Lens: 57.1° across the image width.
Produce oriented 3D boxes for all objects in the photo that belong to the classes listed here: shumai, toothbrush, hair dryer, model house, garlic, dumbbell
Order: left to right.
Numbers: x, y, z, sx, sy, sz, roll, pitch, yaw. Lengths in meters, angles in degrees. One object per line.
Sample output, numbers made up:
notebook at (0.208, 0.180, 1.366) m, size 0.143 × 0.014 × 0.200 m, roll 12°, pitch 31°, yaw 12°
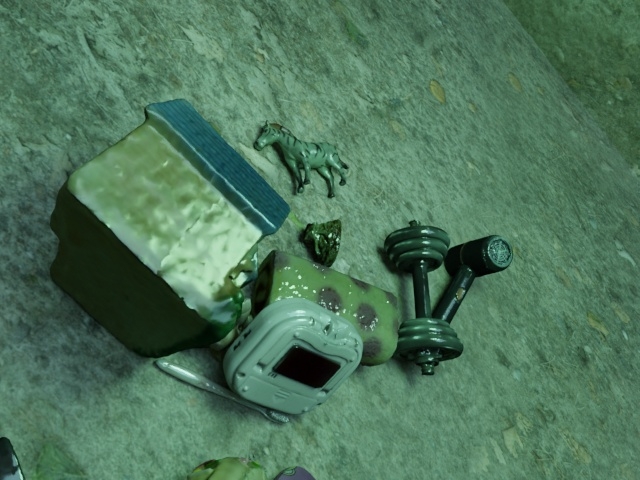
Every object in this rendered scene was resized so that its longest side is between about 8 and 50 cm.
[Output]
model house at (-0.259, -0.018, 1.071) m, size 0.334 × 0.382 × 0.342 m, roll 45°, pitch 53°, yaw -10°
garlic at (-0.193, 0.159, 1.164) m, size 0.127 × 0.194 × 0.131 m, roll 37°, pitch 58°, yaw -5°
toothbrush at (-0.193, 0.307, 1.190) m, size 0.307 × 0.029 × 0.025 m, roll 31°, pitch 61°, yaw -19°
shumai at (0.000, -0.001, 1.437) m, size 0.087 × 0.099 × 0.123 m, roll 13°, pitch 59°, yaw -11°
dumbbell at (0.255, 0.136, 1.486) m, size 0.179 × 0.179 × 0.406 m, roll 14°, pitch 62°, yaw -29°
hair dryer at (0.378, 0.142, 1.587) m, size 0.107 × 0.189 × 0.352 m, roll 39°, pitch 66°, yaw -11°

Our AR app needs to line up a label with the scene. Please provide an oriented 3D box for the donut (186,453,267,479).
donut at (-0.163, 0.550, 0.953) m, size 0.150 × 0.307 × 0.371 m, roll -10°, pitch 72°, yaw 7°

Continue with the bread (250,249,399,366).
bread at (0.014, 0.154, 1.324) m, size 0.338 × 0.155 × 0.187 m, roll 22°, pitch 55°, yaw -25°

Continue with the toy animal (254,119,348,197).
toy animal at (-0.040, -0.200, 1.501) m, size 0.255 × 0.090 × 0.170 m, roll 21°, pitch 55°, yaw -29°

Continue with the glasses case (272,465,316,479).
glasses case at (0.008, 0.594, 1.160) m, size 0.316 × 0.076 × 0.123 m, roll 54°, pitch 41°, yaw -1°

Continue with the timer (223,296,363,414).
timer at (-0.050, 0.239, 1.181) m, size 0.262 × 0.237 × 0.087 m, roll 31°, pitch 17°, yaw -37°

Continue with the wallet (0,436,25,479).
wallet at (-0.609, 0.461, 0.809) m, size 0.406 × 0.062 × 0.228 m, roll -18°, pitch 80°, yaw -39°
